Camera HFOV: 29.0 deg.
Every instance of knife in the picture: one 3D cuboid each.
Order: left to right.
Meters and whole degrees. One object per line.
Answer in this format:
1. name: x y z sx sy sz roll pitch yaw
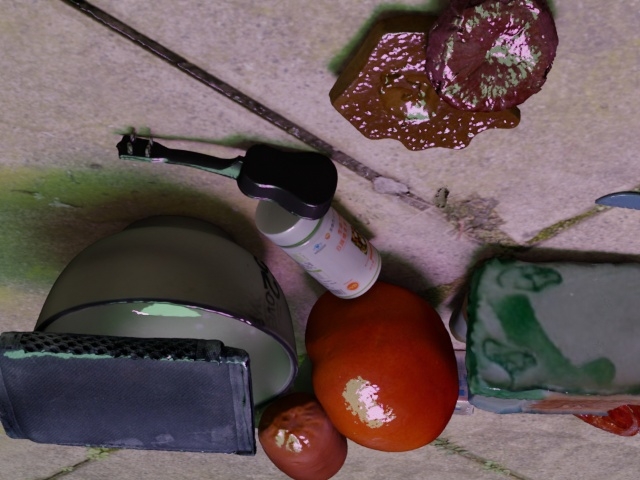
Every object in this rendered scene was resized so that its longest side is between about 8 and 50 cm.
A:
1. knife: 0.507 -0.041 1.578 0.313 0.019 0.044 5 150 0

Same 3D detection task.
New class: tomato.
1. tomato: 0.091 0.165 1.737 0.180 0.259 0.260 -26 139 17
2. tomato: 0.446 0.231 1.942 0.159 0.091 0.139 14 148 36

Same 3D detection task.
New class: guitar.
1. guitar: -0.113 -0.092 1.500 0.271 0.084 0.038 14 143 -5

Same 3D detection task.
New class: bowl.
1. bowl: -0.200 0.088 1.672 0.354 0.185 0.354 2 148 1

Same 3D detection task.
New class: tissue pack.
1. tissue pack: 0.205 0.224 1.939 0.074 0.094 0.058 3 147 -2

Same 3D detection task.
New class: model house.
1. model house: 0.315 0.162 1.795 0.267 0.194 0.325 2 161 -4

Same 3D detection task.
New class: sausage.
1. sausage: -0.025 0.287 1.793 0.114 0.113 0.259 -2 160 8

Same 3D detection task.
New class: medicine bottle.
1. medicine bottle: 0.000 0.000 1.611 0.086 0.086 0.183 -17 143 28

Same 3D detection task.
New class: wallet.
1. wallet: -0.254 0.192 1.602 0.342 0.075 0.237 3 142 4

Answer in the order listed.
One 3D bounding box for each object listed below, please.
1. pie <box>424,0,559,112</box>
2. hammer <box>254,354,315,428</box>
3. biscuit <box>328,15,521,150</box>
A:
1. pie: 0.179 -0.198 1.290 0.154 0.038 0.153 -6 131 -8
2. hammer: -0.013 0.273 2.035 0.206 0.119 0.335 28 146 -31
3. biscuit: 0.130 -0.169 1.378 0.215 0.034 0.182 16 138 -23
